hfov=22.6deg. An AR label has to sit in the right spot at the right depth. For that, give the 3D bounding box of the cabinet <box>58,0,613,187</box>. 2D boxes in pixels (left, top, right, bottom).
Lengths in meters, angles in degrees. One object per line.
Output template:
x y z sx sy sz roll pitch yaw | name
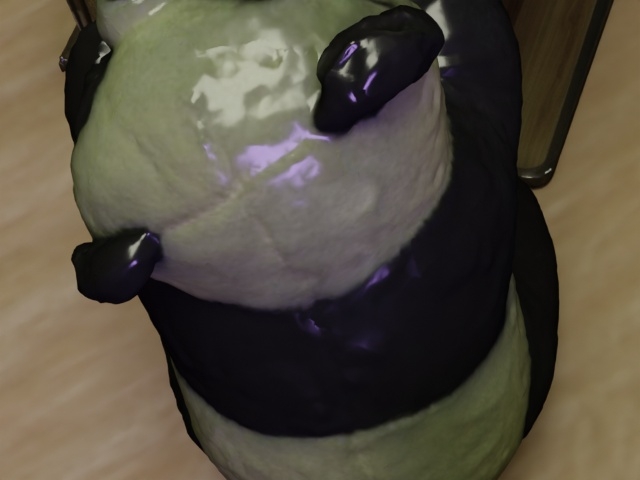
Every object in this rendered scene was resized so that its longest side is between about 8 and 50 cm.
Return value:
0.000 -0.140 0.595 0.215 0.175 0.148 15 64 15 | cabinet

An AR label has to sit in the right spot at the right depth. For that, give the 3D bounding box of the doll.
0.002 0.001 0.494 0.143 0.234 0.135 -13 45 5 | doll
